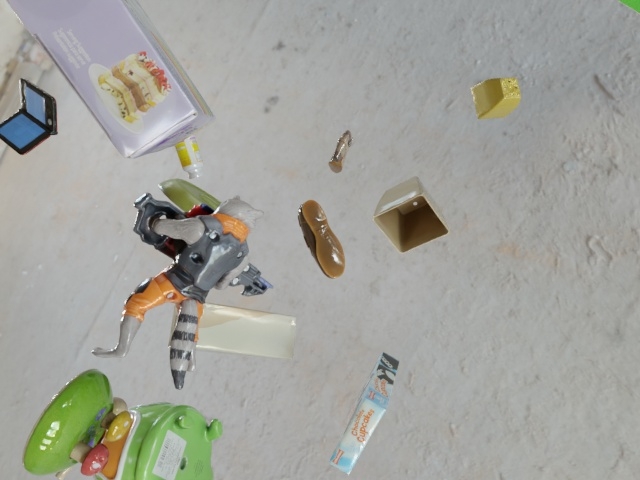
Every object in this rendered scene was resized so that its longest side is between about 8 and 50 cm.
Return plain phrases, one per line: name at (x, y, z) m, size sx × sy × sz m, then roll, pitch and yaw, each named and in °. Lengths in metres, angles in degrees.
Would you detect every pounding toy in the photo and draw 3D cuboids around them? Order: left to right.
pounding toy at (-0.382, 0.332, 0.922) m, size 0.110 × 0.236 × 0.182 m, roll 26°, pitch 60°, yaw 8°

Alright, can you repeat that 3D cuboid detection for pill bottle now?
pill bottle at (-0.258, -0.165, 1.077) m, size 0.043 × 0.043 × 0.083 m, roll -9°, pitch 103°, yaw 38°

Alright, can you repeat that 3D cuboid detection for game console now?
game console at (-0.656, -0.276, 1.201) m, size 0.144 × 0.085 × 0.124 m, roll 32°, pitch 125°, yaw 26°

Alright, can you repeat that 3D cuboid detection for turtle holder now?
turtle holder at (-0.359, 0.480, 1.226) m, size 0.228 × 0.320 × 0.243 m, roll 1°, pitch 85°, yaw 20°

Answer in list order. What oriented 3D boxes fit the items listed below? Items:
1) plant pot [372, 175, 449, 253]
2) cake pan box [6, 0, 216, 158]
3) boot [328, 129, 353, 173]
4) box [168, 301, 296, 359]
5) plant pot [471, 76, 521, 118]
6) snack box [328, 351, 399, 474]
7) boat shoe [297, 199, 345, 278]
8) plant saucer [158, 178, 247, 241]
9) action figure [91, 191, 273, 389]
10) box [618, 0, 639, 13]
plant pot at (0.174, -0.059, 1.053) m, size 0.109 × 0.109 × 0.096 m, roll -25°, pitch 34°, yaw 27°
cake pan box at (-0.192, -0.197, 0.453) m, size 0.070 × 0.266 × 0.246 m, roll -34°, pitch 12°, yaw -2°
boot at (0.058, -0.237, 1.447) m, size 0.042 × 0.118 × 0.086 m, roll 27°, pitch 75°, yaw 4°
box at (-0.235, 0.248, 1.479) m, size 0.148 × 0.311 × 0.121 m, roll -19°, pitch 62°, yaw 56°
plant pot at (0.410, -0.333, 1.246) m, size 0.083 × 0.082 × 0.081 m, roll 155°, pitch 105°, yaw -67°
snack box at (0.118, 0.419, 1.368) m, size 0.060 × 0.322 × 0.187 m, roll 28°, pitch 103°, yaw 9°
boat shoe at (0.000, 0.000, 1.369) m, size 0.073 × 0.073 × 0.206 m, roll -34°, pitch 73°, yaw 64°
plant saucer at (-0.259, -0.075, 1.256) m, size 0.037 × 0.241 × 0.241 m, roll -54°, pitch 46°, yaw 5°
action figure at (-0.189, 0.081, 0.956) m, size 0.179 × 0.341 × 0.330 m, roll 21°, pitch 83°, yaw 46°
box at (0.322, -0.281, 0.456) m, size 0.231 × 0.262 × 0.126 m, roll -52°, pitch -6°, yaw -42°
